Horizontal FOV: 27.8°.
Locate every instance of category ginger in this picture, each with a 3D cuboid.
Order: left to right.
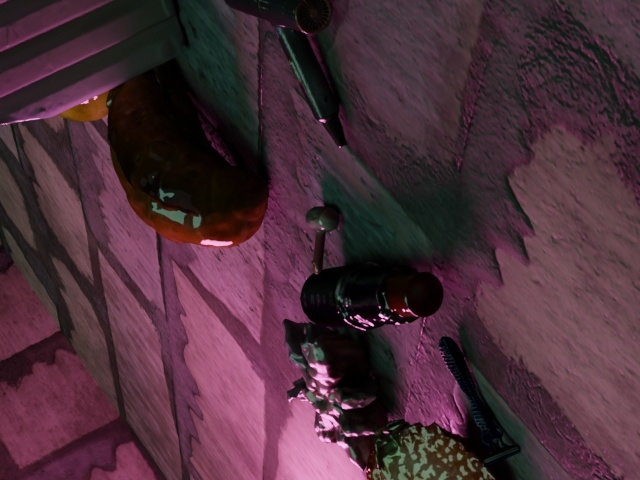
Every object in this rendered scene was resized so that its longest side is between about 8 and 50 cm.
[{"bbox_3d":[-0.206,-0.106,1.762,0.321,0.172,0.165,50,-166,23],"label":"ginger"}]

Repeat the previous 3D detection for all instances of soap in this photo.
[{"bbox_3d":[-0.358,-0.271,1.641,0.115,0.347,0.208,33,146,48],"label":"soap"}]

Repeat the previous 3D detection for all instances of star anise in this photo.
[{"bbox_3d":[0.017,0.193,1.729,0.229,0.093,0.236,50,158,24],"label":"star anise"}]

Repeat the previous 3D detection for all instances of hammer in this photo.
[{"bbox_3d":[0.000,0.000,1.569,0.052,0.031,0.083,-176,91,-68],"label":"hammer"}]

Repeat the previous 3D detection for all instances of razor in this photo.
[{"bbox_3d":[0.170,0.176,1.452,0.155,0.044,0.028,63,-175,-1],"label":"razor"}]

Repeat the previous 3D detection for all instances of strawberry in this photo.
[{"bbox_3d":[0.159,0.303,1.553,0.175,0.106,0.236,-28,93,32],"label":"strawberry"}]

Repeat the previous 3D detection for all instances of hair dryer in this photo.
[{"bbox_3d":[-0.026,-0.196,1.414,0.173,0.050,0.195,34,150,54],"label":"hair dryer"}]

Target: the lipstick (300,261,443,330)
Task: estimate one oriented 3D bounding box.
[{"bbox_3d":[0.059,0.064,1.489,0.081,0.081,0.299,63,159,-7],"label":"lipstick"}]

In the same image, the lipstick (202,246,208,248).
[{"bbox_3d":[-0.178,-0.009,2.008,0.025,0.025,0.107,55,165,15],"label":"lipstick"}]

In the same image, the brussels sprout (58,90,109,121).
[{"bbox_3d":[-0.370,-0.281,1.906,0.223,0.161,0.223,57,164,25],"label":"brussels sprout"}]
